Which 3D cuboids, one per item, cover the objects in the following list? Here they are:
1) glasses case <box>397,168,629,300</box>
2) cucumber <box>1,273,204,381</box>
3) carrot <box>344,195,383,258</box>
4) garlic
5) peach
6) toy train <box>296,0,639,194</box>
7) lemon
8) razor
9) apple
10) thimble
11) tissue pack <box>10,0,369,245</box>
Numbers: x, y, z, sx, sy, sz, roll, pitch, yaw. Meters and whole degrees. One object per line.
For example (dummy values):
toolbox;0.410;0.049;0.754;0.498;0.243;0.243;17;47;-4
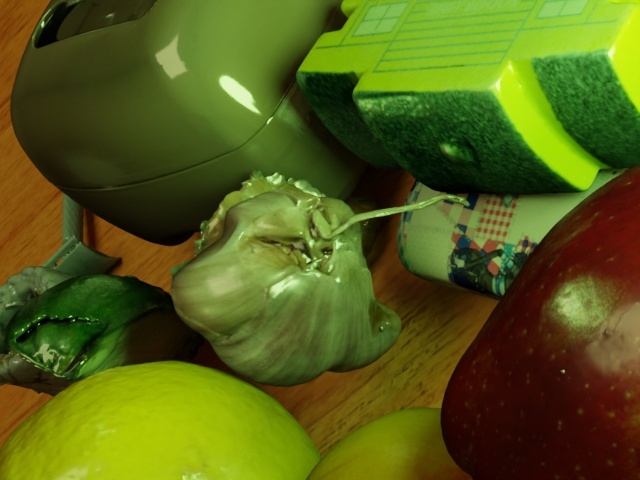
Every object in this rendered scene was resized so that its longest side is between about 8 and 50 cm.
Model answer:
glasses case;0.178;-0.008;1.508;0.327;0.076;0.125;13;84;54
cucumber;-0.215;0.079;1.752;0.145;0.325;0.105;26;93;9
carrot;0.002;0.038;1.728;0.186;0.060;0.060;-58;36;4
garlic;0.000;0.000;1.565;0.257;0.207;0.207;-43;41;16
peach;0.089;0.240;1.379;0.231;0.231;0.231;-29;50;41
toy train;0.174;-0.172;1.478;0.442;0.179;0.272;2;54;51
lemon;-0.139;0.262;1.558;0.348;0.348;0.348;-29;50;41
razor;-0.297;-0.037;2.156;0.106;0.068;0.232;-41;38;30
apple;0.243;0.095;1.207;0.317;0.288;0.288;-45;41;37
thimble;-0.300;0.104;2.027;0.151;0.118;0.127;-21;58;43
tissue pack;-0.127;-0.158;1.784;0.387;0.277;0.267;-6;52;52
